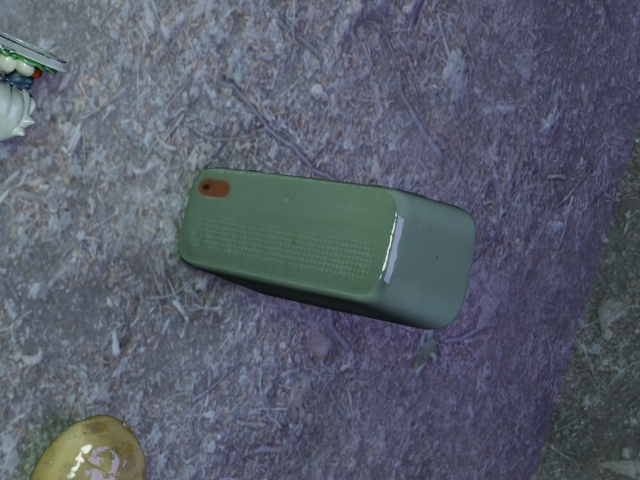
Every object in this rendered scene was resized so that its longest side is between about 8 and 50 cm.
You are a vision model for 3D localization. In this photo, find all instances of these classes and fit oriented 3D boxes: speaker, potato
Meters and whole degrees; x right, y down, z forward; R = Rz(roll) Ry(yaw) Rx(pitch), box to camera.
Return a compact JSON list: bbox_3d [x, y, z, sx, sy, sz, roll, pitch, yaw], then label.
[{"bbox_3d":[0.000,0.000,1.964,0.184,0.406,0.183,17,84,-51],"label":"speaker"},{"bbox_3d":[-0.318,0.344,1.859,0.161,0.128,0.235,-6,109,-38],"label":"potato"}]

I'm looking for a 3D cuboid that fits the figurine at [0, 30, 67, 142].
[{"bbox_3d":[-0.384,-0.165,1.640,0.132,0.132,0.154,18,98,-55],"label":"figurine"}]
